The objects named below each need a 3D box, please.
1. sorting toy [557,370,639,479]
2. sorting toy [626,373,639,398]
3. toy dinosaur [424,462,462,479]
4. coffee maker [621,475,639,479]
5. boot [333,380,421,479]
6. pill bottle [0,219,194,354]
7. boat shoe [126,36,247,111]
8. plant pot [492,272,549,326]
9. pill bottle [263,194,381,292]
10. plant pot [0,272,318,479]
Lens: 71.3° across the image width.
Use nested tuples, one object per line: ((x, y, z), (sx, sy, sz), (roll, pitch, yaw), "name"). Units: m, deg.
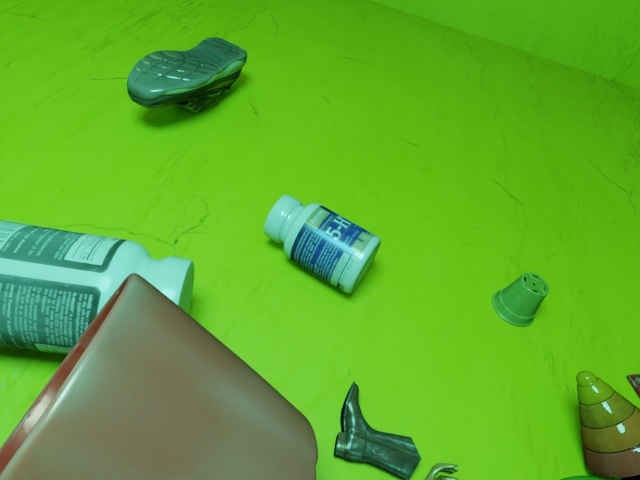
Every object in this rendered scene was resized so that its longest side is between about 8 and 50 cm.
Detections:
((0.311, 0.285, 0.568), (0.365, 0.127, 0.126), (-23, 81, -33), "sorting toy")
((0.618, 0.317, 0.709), (0.132, 0.046, 0.274), (4, 47, -13), "sorting toy")
((0.137, 0.334, 0.541), (0.211, 0.064, 0.112), (20, 47, 3), "toy dinosaur")
((0.423, 0.359, 0.557), (0.178, 0.171, 0.120), (-10, 72, -51), "coffee maker")
((0.083, 0.260, 0.612), (0.114, 0.037, 0.106), (15, 59, 2), "boot")
((-0.320, 0.069, 0.588), (0.278, 0.162, 0.162), (10, 46, -8), "pill bottle")
((-0.288, -0.356, 1.021), (0.132, 0.130, 0.355), (32, 41, 9), "boat shoe")
((0.372, 0.102, 0.816), (0.083, 0.079, 0.083), (8, 47, -9), "plant pot")
((0.000, 0.000, 0.780), (0.186, 0.112, 0.112), (30, 47, 12), "pill bottle")
((-0.154, 0.207, 0.425), (0.243, 0.275, 0.275), (37, 42, -19), "plant pot")
